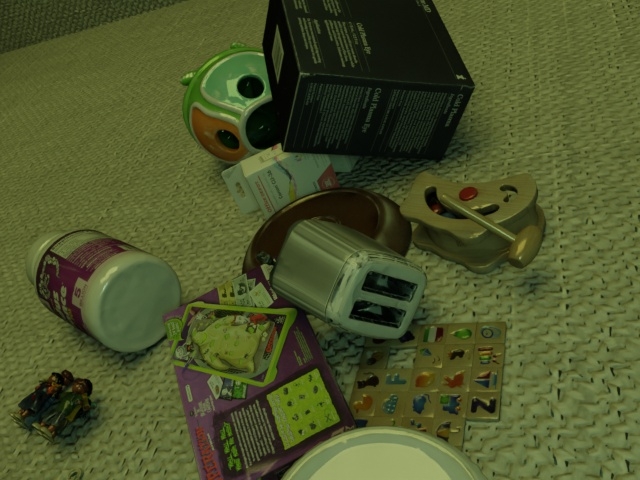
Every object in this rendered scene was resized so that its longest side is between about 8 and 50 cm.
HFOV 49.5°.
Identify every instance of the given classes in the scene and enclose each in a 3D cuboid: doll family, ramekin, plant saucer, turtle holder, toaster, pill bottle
[{"bbox_3d":[-0.411,0.248,1.080,0.193,0.076,0.111,7,50,39],"label":"doll family"},{"bbox_3d":[0.063,0.304,0.666,0.273,0.127,0.272,-9,41,8],"label":"ramekin"},{"bbox_3d":[0.000,0.000,1.192,0.311,0.050,0.310,-16,36,12],"label":"plant saucer"},{"bbox_3d":[-0.121,-0.282,1.483,0.320,0.243,0.227,-9,28,-28],"label":"turtle holder"},{"bbox_3d":[0.039,0.054,0.954,0.146,0.227,0.129,27,95,45],"label":"toaster"},{"bbox_3d":[-0.393,0.073,1.212,0.302,0.169,0.169,16,51,43],"label":"pill bottle"}]

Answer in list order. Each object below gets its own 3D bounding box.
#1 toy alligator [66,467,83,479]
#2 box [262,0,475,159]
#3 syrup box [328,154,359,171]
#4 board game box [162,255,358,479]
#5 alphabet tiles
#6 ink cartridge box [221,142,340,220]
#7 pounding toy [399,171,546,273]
[{"bbox_3d":[-0.313,0.348,0.911,0.056,0.051,0.190,-36,37,-17],"label":"toy alligator"},{"bbox_3d":[0.071,-0.331,1.301,0.313,0.179,0.343,1,49,-14],"label":"box"},{"bbox_3d":[0.054,-0.246,1.436,0.093,0.096,0.237,3,44,30],"label":"syrup box"},{"bbox_3d":[-0.096,0.184,0.969,0.208,0.056,0.346,-24,42,-3],"label":"board game box"},{"bbox_3d":[0.133,0.197,0.895,0.198,0.009,0.237,-5,40,23],"label":"alphabet tiles"},{"bbox_3d":[-0.076,-0.116,1.324,0.198,0.115,0.067,-25,36,-1],"label":"ink cartridge box"},{"bbox_3d":[0.237,-0.059,1.040,0.154,0.154,0.269,-43,40,-19],"label":"pounding toy"}]
